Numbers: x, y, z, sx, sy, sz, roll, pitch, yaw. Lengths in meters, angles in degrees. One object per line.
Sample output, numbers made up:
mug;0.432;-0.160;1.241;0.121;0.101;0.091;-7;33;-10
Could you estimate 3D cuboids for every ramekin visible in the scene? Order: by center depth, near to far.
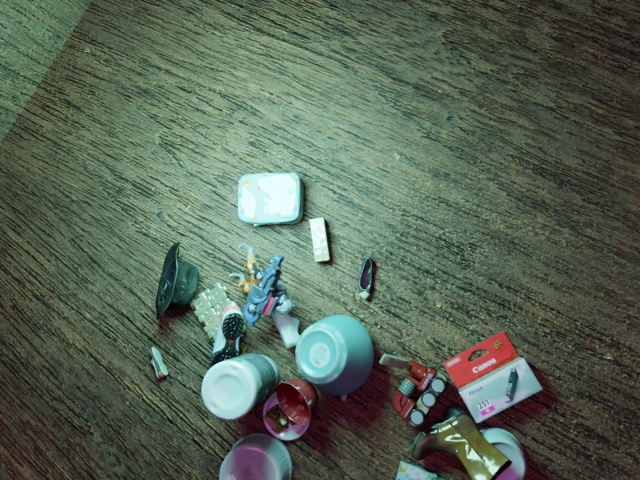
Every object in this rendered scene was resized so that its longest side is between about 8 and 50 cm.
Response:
ramekin;0.641;0.797;1.669;0.207;0.109;0.207;-1;83;10
ramekin;-0.258;0.910;1.796;0.277;0.135;0.277;-2;79;9

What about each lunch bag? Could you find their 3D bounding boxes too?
lunch bag;-0.213;-0.170;1.950;0.279;0.108;0.224;-1;87;12

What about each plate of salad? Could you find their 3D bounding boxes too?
plate of salad;-0.139;0.703;1.853;0.200;0.048;0.199;-1;82;10

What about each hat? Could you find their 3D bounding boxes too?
hat;-0.590;0.178;1.937;0.134;0.331;0.331;15;84;-25

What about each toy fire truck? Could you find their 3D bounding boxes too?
toy fire truck;0.329;0.548;1.749;0.246;0.158;0.217;33;90;24

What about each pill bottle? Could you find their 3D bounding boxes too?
pill bottle;-0.284;0.536;1.740;0.204;0.361;0.204;-1;83;10

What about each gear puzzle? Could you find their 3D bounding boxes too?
gear puzzle;-0.404;0.354;1.954;0.175;0.044;0.339;-33;81;3

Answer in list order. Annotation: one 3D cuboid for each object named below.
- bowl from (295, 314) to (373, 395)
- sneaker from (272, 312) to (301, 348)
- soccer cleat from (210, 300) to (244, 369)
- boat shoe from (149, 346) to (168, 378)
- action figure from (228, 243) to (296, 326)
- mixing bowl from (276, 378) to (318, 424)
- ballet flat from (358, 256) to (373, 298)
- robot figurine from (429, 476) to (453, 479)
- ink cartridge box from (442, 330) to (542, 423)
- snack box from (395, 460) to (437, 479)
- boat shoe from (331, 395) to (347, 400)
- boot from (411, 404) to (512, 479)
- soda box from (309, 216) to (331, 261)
bowl;0.028;0.429;1.750;0.312;0.163;0.311;-10;71;29
sneaker;-0.136;0.333;1.897;0.094;0.080;0.212;-19;70;-18
soccer cleat;-0.380;0.400;1.875;0.109;0.116;0.318;9;112;-19
boat shoe;-0.704;0.525;1.980;0.043;0.049;0.137;-29;83;8
action figure;-0.211;0.153;1.832;0.330;0.178;0.341;47;120;25
mixing bowl;-0.075;0.608;1.786;0.181;0.098;0.181;18;119;36
ballet flat;0.181;0.150;1.866;0.057;0.049;0.173;3;83;11
robot figurine;0.471;0.987;1.663;0.291;0.085;0.211;34;87;2
ink cartridge box;0.642;0.510;1.733;0.275;0.060;0.239;-30;80;5
snack box;0.359;0.910;1.741;0.141;0.037;0.100;15;85;11
boat shoe;0.092;0.521;1.820;0.070;0.078;0.219;12;87;10
boot;0.489;0.772;1.635;0.264;0.096;0.280;-36;36;-5
soda box;0.000;0.000;1.915;0.061;0.058;0.181;-9;81;9
